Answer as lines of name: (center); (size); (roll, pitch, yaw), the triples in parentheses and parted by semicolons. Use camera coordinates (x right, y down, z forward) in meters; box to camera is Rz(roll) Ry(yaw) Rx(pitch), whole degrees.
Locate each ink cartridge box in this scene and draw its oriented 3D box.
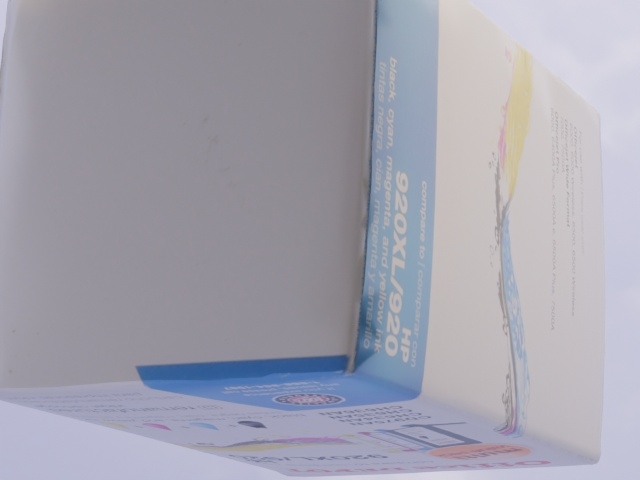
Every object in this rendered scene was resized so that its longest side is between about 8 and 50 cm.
ink cartridge box: (0.000, 0.000, 0.756); (0.233, 0.171, 0.168); (26, -117, -57)
